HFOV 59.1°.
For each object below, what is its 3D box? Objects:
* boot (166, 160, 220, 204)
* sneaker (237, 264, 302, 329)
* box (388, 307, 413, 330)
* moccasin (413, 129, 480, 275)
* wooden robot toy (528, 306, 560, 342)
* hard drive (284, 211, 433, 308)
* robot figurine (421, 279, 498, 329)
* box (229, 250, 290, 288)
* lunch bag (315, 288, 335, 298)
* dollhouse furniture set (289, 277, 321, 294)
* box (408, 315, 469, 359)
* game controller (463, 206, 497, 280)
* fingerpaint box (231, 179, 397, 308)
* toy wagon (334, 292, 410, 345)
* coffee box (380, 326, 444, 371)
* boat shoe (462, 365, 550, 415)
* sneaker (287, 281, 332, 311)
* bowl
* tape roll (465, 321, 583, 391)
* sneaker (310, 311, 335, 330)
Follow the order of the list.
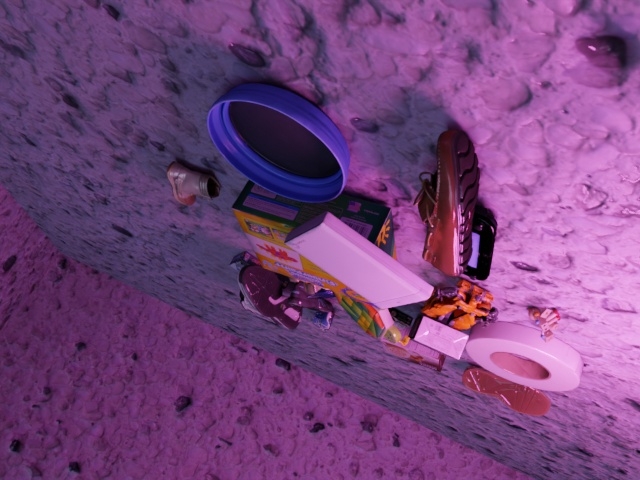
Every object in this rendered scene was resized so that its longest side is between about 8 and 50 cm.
[{"bbox_3d":[-0.419,-0.171,1.921,0.165,0.077,0.213,18,152,14],"label":"boot"},{"bbox_3d":[-0.280,0.234,2.368,0.257,0.169,0.447,8,152,32],"label":"sneaker"},{"bbox_3d":[0.246,0.280,2.204,0.207,0.036,0.114,29,156,-6],"label":"box"},{"bbox_3d":[0.276,-0.083,1.282,0.146,0.139,0.380,18,146,26],"label":"moccasin"},{"bbox_3d":[0.656,0.227,1.674,0.173,0.076,0.079,52,-179,-44],"label":"wooden robot toy"},{"bbox_3d":[0.096,0.064,1.509,0.353,0.047,0.233,35,154,-16],"label":"hard drive"},{"bbox_3d":[0.440,0.206,1.797,0.211,0.085,0.291,27,157,-2],"label":"robot figurine"},{"bbox_3d":[-0.262,0.138,2.421,0.233,0.044,0.159,35,154,-17],"label":"box"},{"bbox_3d":[0.025,0.185,2.202,0.067,0.065,0.098,22,160,-29],"label":"lunch bag"},{"bbox_3d":[-0.066,0.136,2.022,0.160,0.181,0.101,2,107,45],"label":"dollhouse furniture set"},{"bbox_3d":[0.410,0.344,2.004,0.169,0.087,0.290,23,174,7],"label":"box"},{"bbox_3d":[0.371,0.002,1.477,0.166,0.067,0.319,17,154,21],"label":"game controller"},{"bbox_3d":[0.000,0.000,1.731,0.444,0.163,0.371,17,154,21],"label":"fingerpaint box"},{"bbox_3d":[0.180,0.257,2.046,0.344,0.068,0.267,47,158,18],"label":"toy wagon"},{"bbox_3d":[0.380,0.427,2.286,0.246,0.098,0.141,16,154,23],"label":"coffee box"},{"bbox_3d":[0.738,0.580,2.241,0.341,0.122,0.110,22,-167,17],"label":"boat shoe"},{"bbox_3d":[-0.027,0.235,2.329,0.101,0.106,0.267,2,167,34],"label":"sneaker"},{"bbox_3d":[-0.102,-0.244,1.449,0.391,0.077,0.391,22,156,10],"label":"bowl"},{"bbox_3d":[0.699,0.404,1.952,0.391,0.072,0.392,23,156,11],"label":"tape roll"},{"bbox_3d":[0.008,0.359,2.551,0.081,0.080,0.211,25,155,-5],"label":"sneaker"}]
